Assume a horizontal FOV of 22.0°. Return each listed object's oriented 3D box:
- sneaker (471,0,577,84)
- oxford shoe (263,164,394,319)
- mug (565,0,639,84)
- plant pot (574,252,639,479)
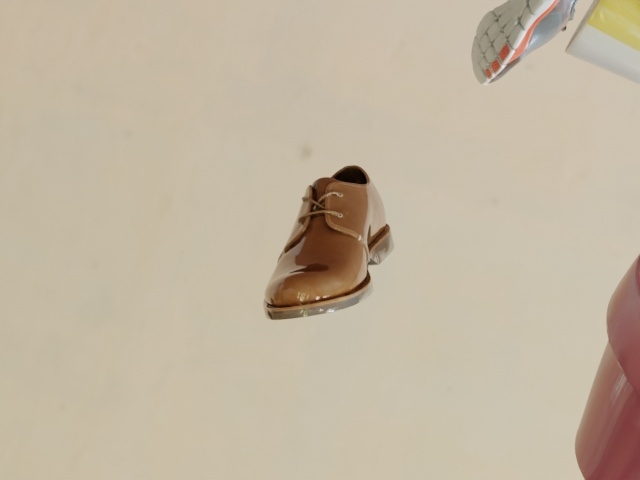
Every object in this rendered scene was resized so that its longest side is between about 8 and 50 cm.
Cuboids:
[{"bbox_3d":[0.190,-0.188,1.449,0.065,0.061,0.158,4,148,-28],"label":"sneaker"},{"bbox_3d":[0.000,0.000,1.139,0.076,0.076,0.212,-7,-163,13],"label":"oxford shoe"},{"bbox_3d":[0.205,-0.136,1.079,0.064,0.062,0.078,32,165,1],"label":"mug"},{"bbox_3d":[0.288,0.121,1.245,0.201,0.180,0.201,15,-140,-13],"label":"plant pot"}]
